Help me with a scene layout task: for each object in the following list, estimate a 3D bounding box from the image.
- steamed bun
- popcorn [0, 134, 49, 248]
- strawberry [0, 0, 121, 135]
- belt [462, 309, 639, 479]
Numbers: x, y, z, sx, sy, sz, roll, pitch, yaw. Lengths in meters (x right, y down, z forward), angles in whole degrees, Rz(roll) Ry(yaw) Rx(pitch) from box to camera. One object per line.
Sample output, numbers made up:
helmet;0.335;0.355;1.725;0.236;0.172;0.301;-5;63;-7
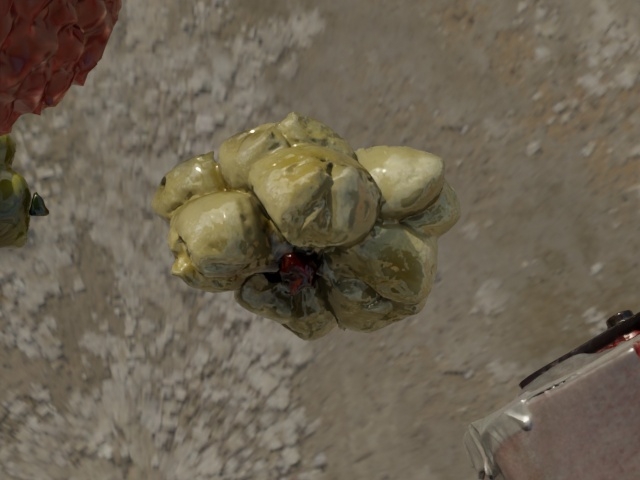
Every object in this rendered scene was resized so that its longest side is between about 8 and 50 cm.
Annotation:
steamed bun;0.000;0.000;0.981;0.192;0.177;0.106;-22;58;30
popcorn;-0.264;-0.020;0.773;0.169;0.189;0.218;16;77;37
strawberry;-0.193;-0.150;0.469;0.267;0.351;0.312;-41;73;29
belt;0.180;0.106;0.826;0.201;0.128;0.124;-32;73;23
